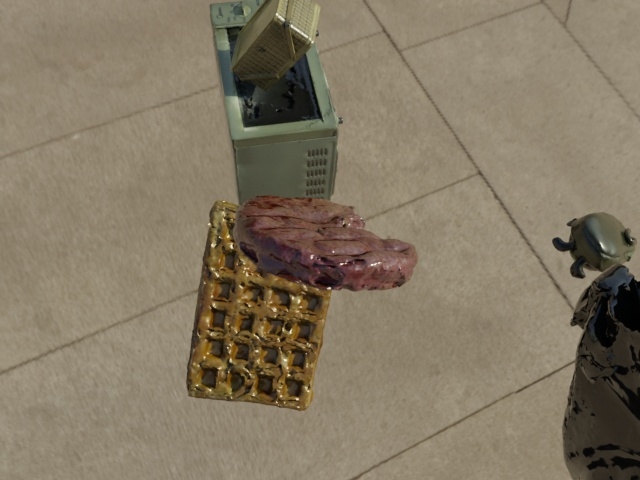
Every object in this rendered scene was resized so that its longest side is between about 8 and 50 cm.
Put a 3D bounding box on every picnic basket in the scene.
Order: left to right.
[{"bbox_3d":[-0.078,-0.348,1.155,0.079,0.164,0.115,27,51,-27],"label":"picnic basket"}]

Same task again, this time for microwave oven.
[{"bbox_3d":[-0.087,-0.269,1.349,0.218,0.286,0.355,-9,60,-7],"label":"microwave oven"}]

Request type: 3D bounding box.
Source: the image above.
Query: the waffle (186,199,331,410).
[{"bbox_3d":[-0.094,0.105,1.075,0.212,0.091,0.308,10,97,-6],"label":"waffle"}]

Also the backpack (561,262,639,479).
[{"bbox_3d":[0.313,0.065,0.288,0.363,0.446,0.255,22,57,16],"label":"backpack"}]

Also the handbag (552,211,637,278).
[{"bbox_3d":[0.290,0.003,0.693,0.111,0.047,0.072,-13,69,-45],"label":"handbag"}]

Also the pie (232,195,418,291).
[{"bbox_3d":[0.000,0.000,0.781,0.204,0.054,0.219,5,20,-21],"label":"pie"}]
